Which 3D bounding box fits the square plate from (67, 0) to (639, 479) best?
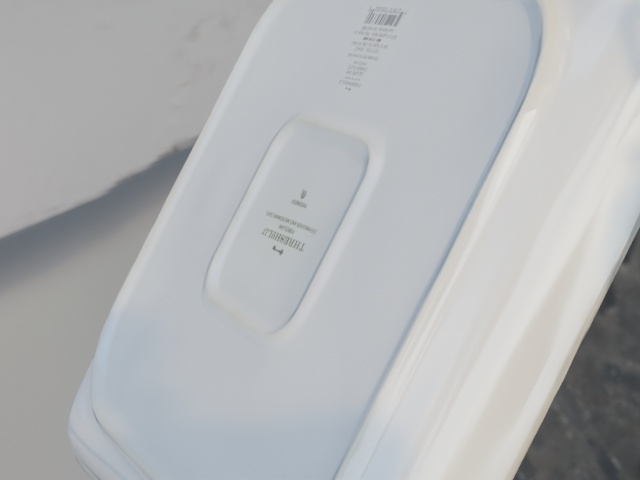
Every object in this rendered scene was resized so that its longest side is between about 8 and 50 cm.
[{"bbox_3d":[0.000,0.000,0.655,0.347,0.049,0.344,26,89,60],"label":"square plate"}]
